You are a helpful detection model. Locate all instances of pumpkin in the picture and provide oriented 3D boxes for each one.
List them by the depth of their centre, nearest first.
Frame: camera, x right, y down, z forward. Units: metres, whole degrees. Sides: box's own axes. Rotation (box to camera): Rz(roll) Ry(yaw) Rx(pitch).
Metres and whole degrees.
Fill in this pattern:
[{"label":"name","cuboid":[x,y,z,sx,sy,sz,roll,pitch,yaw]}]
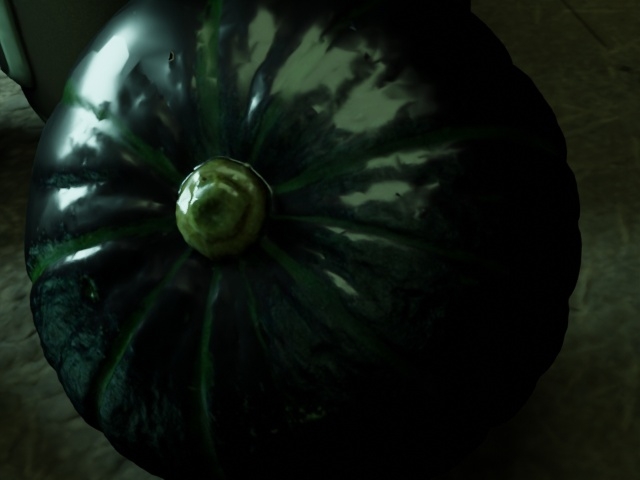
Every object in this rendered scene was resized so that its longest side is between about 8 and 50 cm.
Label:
[{"label":"pumpkin","cuboid":[0.000,0.000,0.548,0.248,0.248,0.248,-5,41,5]}]

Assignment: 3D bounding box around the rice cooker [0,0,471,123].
[{"label":"rice cooker","cuboid":[-0.070,-0.234,0.714,0.335,0.325,0.335,-5,41,5]}]
